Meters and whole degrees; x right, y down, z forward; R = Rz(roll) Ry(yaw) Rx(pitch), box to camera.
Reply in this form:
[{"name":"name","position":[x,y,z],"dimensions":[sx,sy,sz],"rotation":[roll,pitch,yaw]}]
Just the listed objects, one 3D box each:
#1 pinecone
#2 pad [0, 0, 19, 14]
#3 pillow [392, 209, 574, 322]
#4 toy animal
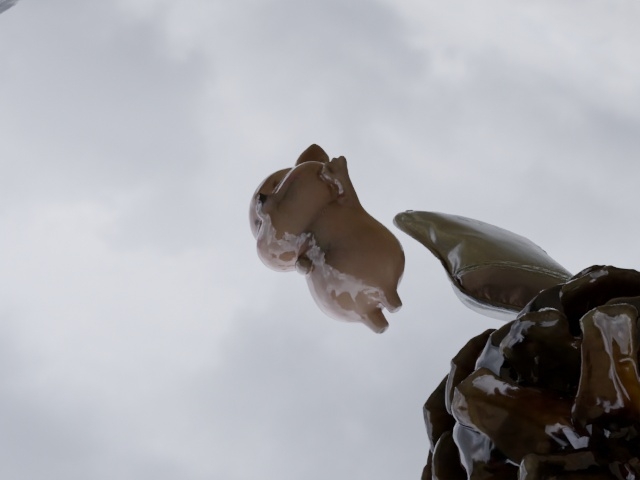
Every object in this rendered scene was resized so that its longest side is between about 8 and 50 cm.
[{"name":"pinecone","position":[0.138,0.094,0.508],"dimensions":[0.179,0.184,0.204],"rotation":[30,164,21]},{"name":"pad","position":[-0.285,-0.206,0.946],"dimensions":[0.022,0.233,0.174],"rotation":[62,-161,-4]},{"name":"pillow","position":[0.132,0.019,0.828],"dimensions":[0.130,0.038,0.233],"rotation":[10,-165,-11]},{"name":"toy animal","position":[0.003,0.002,0.761],"dimensions":[0.150,0.083,0.089],"rotation":[52,174,36]}]
